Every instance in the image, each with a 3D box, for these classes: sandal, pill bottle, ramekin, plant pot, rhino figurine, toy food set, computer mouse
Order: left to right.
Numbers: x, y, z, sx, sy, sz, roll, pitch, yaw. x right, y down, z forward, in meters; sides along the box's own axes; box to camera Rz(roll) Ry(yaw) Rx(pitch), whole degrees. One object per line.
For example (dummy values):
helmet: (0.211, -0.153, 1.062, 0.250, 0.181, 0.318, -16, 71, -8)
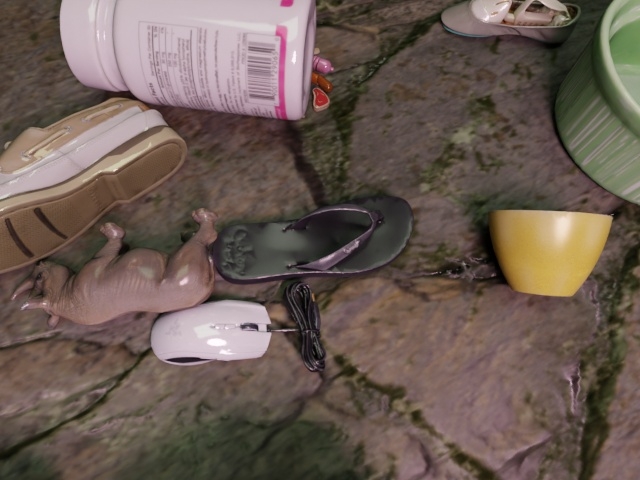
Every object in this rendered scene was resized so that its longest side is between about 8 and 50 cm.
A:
rhino figurine: (-0.226, 0.040, 0.530, 0.244, 0.073, 0.106, -10, 60, 3)
pill bottle: (-0.154, -0.246, 0.611, 0.284, 0.160, 0.160, 7, 67, 2)
computer mouse: (-0.092, 0.101, 0.539, 0.193, 0.042, 0.105, -4, 69, -8)
toy food set: (-0.015, -0.235, 0.701, 0.078, 0.019, 0.122, -10, 69, -10)
sandal: (0.000, 0.001, 0.584, 0.255, 0.054, 0.097, -14, 70, -12)
plant pot: (0.267, 0.015, 0.580, 0.135, 0.134, 0.095, 4, 92, -4)
ramekin: (0.487, -0.190, 0.667, 0.304, 0.148, 0.303, 2, 67, -5)

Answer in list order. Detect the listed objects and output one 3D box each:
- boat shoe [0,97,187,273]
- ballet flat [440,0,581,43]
boat shoe: (-0.309, -0.067, 0.556, 0.302, 0.113, 0.103, -36, 74, -29)
ballet flat: (0.301, -0.360, 0.762, 0.214, 0.068, 0.072, 6, 67, -4)
